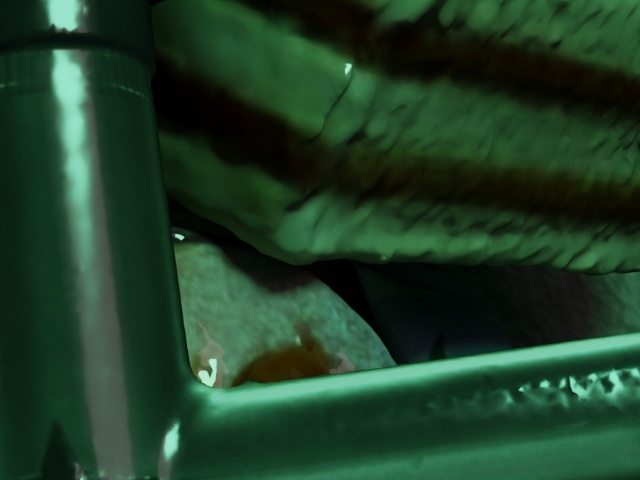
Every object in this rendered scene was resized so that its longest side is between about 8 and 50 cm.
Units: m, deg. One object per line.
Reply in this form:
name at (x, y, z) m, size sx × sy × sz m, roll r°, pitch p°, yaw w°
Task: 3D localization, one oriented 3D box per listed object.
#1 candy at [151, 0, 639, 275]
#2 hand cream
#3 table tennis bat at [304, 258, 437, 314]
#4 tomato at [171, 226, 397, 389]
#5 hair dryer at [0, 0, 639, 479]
candy at (0.031, -0.080, 0.721) m, size 0.179 × 0.135 × 0.320 m, roll 33°, pitch 17°, yaw 32°
hand cream at (0.078, 0.111, 0.736) m, size 0.091 × 0.058 × 0.271 m, roll 16°, pitch 41°, yaw -37°
table tennis bat at (0.000, 0.000, 0.804) m, size 0.095 × 0.014 × 0.158 m, roll 50°, pitch 37°, yaw 6°
tomato at (-0.078, 0.093, 0.573) m, size 0.228 × 0.112 × 0.199 m, roll 18°, pitch 51°, yaw -25°
hair dryer at (0.012, 0.001, 0.502) m, size 0.284 × 0.156 × 0.320 m, roll -13°, pitch 77°, yaw -18°
